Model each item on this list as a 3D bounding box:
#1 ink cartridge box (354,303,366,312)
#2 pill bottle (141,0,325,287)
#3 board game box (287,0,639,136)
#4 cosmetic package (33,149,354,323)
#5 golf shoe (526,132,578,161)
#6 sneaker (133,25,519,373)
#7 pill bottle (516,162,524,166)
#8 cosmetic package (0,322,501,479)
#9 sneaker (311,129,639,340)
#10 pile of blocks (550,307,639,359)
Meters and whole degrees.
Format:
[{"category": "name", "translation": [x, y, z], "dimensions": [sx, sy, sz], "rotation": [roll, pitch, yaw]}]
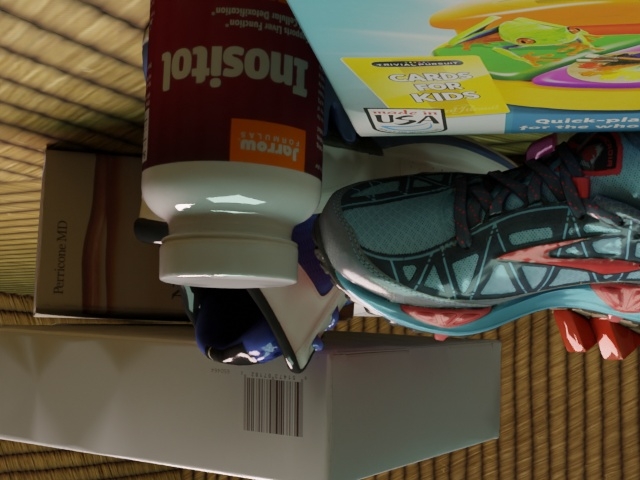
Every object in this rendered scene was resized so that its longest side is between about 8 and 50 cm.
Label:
[{"category": "ink cartridge box", "translation": [0.041, 0.033, 1.216], "dimensions": [0.289, 0.122, 0.211], "rotation": [3, 172, -16]}, {"category": "pill bottle", "translation": [-0.040, -0.056, 0.452], "dimensions": [0.086, 0.152, 0.086], "rotation": [1, 173, 0]}, {"category": "board game box", "translation": [0.114, -0.110, 0.299], "dimensions": [0.253, 0.079, 0.336], "rotation": [0, 172, 10]}, {"category": "cosmetic package", "translation": [-0.124, 0.004, 0.932], "dimensions": [0.296, 0.153, 0.129], "rotation": [2, 172, -17]}, {"category": "golf shoe", "translation": [0.233, -0.051, 0.611], "dimensions": [0.140, 0.115, 0.306], "rotation": [6, 171, -9]}, {"category": "sneaker", "translation": [-0.001, 0.000, 0.620], "dimensions": [0.315, 0.182, 0.127], "rotation": [18, 174, -40]}, {"category": "pill bottle", "translation": [0.194, -0.050, 0.867], "dimensions": [0.083, 0.043, 0.043], "rotation": [-4, 171, 30]}, {"category": "cosmetic package", "translation": [-0.076, 0.121, 0.805], "dimensions": [0.377, 0.098, 0.284], "rotation": [0, 178, 33]}, {"category": "sneaker", "translation": [0.127, -0.023, 0.511], "dimensions": [0.261, 0.104, 0.125], "rotation": [-1, 142, -9]}, {"category": "pile of blocks", "translation": [0.287, 0.064, 0.868], "dimensions": [0.362, 0.113, 0.149], "rotation": [15, 165, 0]}]
